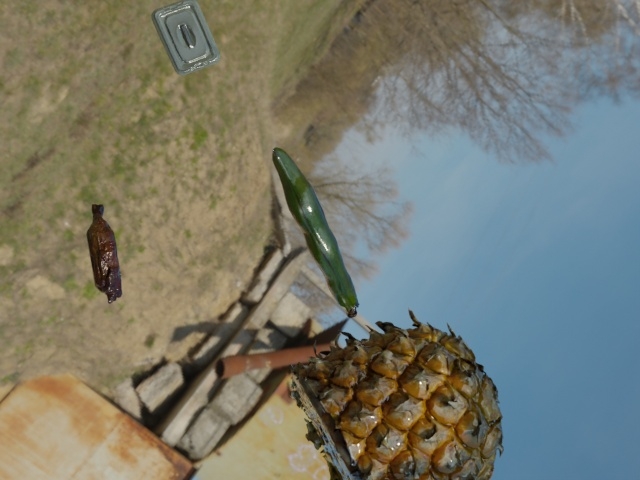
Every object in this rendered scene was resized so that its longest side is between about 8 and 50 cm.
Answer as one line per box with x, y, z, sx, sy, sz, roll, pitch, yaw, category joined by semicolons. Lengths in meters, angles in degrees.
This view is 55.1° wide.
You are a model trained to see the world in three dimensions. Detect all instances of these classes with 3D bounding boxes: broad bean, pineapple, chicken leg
0.000;0.000;0.862;0.043;0.297;0.060;-22;-157;5;broad bean
0.126;0.298;1.048;0.300;0.352;0.352;-21;178;-21;pineapple
-0.405;0.016;1.138;0.048;0.219;0.089;-8;158;-26;chicken leg

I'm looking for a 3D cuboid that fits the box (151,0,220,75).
-0.247;-0.367;1.120;0.089;0.122;0.062;-26;-167;-15;box
